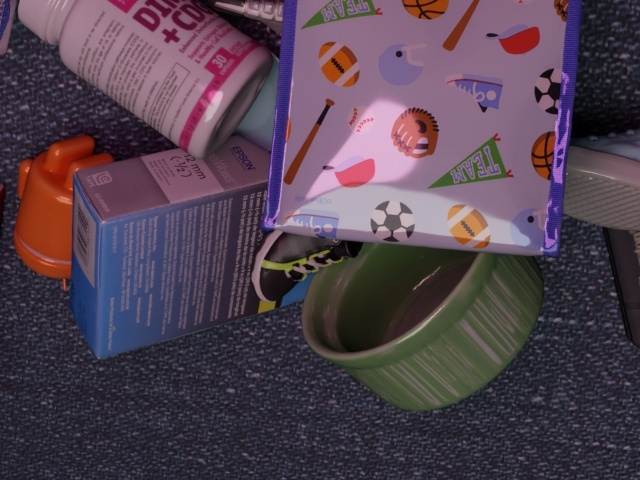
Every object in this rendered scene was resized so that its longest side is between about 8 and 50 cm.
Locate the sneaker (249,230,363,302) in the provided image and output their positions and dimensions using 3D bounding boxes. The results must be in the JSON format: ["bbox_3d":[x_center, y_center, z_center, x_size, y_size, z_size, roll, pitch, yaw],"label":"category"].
[{"bbox_3d":[0.000,0.000,1.639,0.235,0.097,0.084,-52,144,12],"label":"sneaker"}]

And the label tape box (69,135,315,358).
[{"bbox_3d":[-0.154,-0.004,1.684,0.347,0.115,0.249,-16,138,-27],"label":"label tape box"}]

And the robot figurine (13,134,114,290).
[{"bbox_3d":[-0.352,-0.040,1.733,0.158,0.128,0.219,18,124,-8],"label":"robot figurine"}]

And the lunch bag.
[{"bbox_3d":[0.119,-0.186,1.392,0.328,0.239,0.385,4,92,4],"label":"lunch bag"}]

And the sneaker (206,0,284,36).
[{"bbox_3d":[-0.030,-0.249,1.556,0.228,0.086,0.132,7,126,5],"label":"sneaker"}]

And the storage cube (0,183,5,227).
[{"bbox_3d":[-0.568,0.021,1.766,0.183,0.215,0.193,15,119,1],"label":"storage cube"}]

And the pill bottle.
[{"bbox_3d":[-0.214,-0.240,1.530,0.283,0.160,0.160,35,124,3],"label":"pill bottle"}]

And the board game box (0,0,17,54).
[{"bbox_3d":[-0.474,-0.421,1.465,0.318,0.066,0.318,32,124,15],"label":"board game box"}]

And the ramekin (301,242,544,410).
[{"bbox_3d":[0.138,0.071,1.612,0.303,0.303,0.148,-29,121,26],"label":"ramekin"}]

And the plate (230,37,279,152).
[{"bbox_3d":[-0.122,-0.191,1.647,0.188,0.024,0.188,5,125,8],"label":"plate"}]

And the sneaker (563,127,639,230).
[{"bbox_3d":[0.417,-0.099,1.542,0.366,0.150,0.135,10,155,1],"label":"sneaker"}]

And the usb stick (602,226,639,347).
[{"bbox_3d":[0.423,0.025,1.670,0.077,0.045,0.278,-11,120,16],"label":"usb stick"}]
